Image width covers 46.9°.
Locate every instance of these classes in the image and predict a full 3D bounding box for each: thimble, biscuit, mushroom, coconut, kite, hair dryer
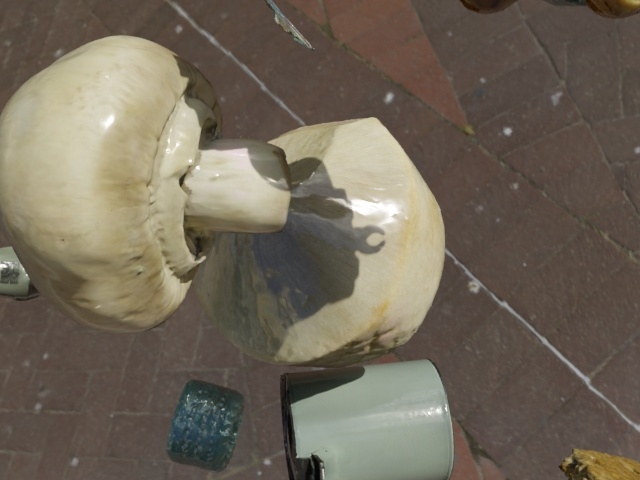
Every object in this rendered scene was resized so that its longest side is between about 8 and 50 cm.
[{"bbox_3d":[-0.264,0.431,1.725,0.143,0.235,0.198,15,91,2],"label":"thimble"},{"bbox_3d":[0.248,0.200,0.545,0.131,0.237,0.026,31,101,54],"label":"biscuit"},{"bbox_3d":[-0.139,-0.042,0.633,0.235,0.260,0.253,8,105,8],"label":"mushroom"},{"bbox_3d":[0.000,0.000,1.111,0.345,0.415,0.415,11,72,29],"label":"coconut"},{"bbox_3d":[-0.093,-0.336,0.957,0.011,0.314,0.335,-42,52,10],"label":"kite"},{"bbox_3d":[-0.387,0.051,1.139,0.225,0.219,0.088,2,92,24],"label":"hair dryer"}]

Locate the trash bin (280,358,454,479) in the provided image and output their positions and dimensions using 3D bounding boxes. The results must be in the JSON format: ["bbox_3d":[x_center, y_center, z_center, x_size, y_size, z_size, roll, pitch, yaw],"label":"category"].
[{"bbox_3d":[0.073,0.325,1.268,0.263,0.217,0.277,-4,17,-8],"label":"trash bin"}]

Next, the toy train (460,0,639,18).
[{"bbox_3d":[0.147,-0.285,0.515,0.163,0.369,0.231,22,103,53],"label":"toy train"}]
